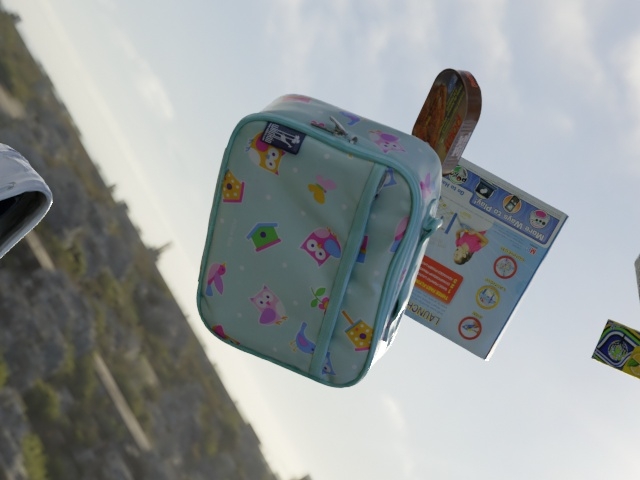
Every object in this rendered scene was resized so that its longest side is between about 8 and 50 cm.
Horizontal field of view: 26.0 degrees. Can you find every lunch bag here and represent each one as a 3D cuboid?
[{"bbox_3d":[0.000,0.000,1.415,0.224,0.108,0.279,24,-63,18],"label":"lunch bag"}]

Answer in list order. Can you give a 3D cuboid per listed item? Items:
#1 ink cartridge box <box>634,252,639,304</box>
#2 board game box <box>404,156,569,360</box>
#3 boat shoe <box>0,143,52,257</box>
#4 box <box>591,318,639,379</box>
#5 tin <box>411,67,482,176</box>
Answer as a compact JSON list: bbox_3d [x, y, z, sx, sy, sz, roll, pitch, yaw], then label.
[{"bbox_3d":[0.555,0.037,2.149,0.224,0.056,0.181,-82,-167,-56],"label":"ink cartridge box"},{"bbox_3d":[0.247,0.016,2.531,0.308,0.302,0.086,30,0,13],"label":"board game box"},{"bbox_3d":[-0.337,0.018,1.141,0.084,0.258,0.095,36,-17,40],"label":"boat shoe"},{"bbox_3d":[0.408,0.149,1.618,0.169,0.054,0.059,23,0,33],"label":"box"},{"bbox_3d":[0.195,-0.181,2.154,0.106,0.040,0.189,-112,-146,-41],"label":"tin"}]
